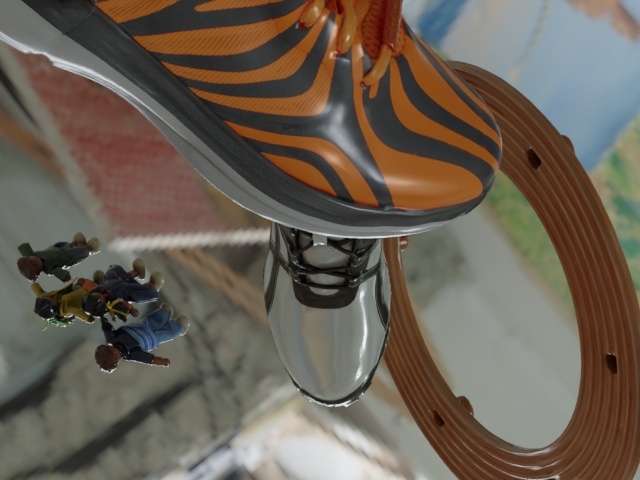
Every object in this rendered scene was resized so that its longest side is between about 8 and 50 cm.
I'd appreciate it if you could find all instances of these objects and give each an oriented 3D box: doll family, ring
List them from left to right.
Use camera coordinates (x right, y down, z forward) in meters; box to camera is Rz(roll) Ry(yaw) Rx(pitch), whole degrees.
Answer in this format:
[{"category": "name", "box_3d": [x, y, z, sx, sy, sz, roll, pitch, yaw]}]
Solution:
[{"category": "doll family", "box_3d": [-0.217, 0.062, 1.802, 0.111, 0.193, 0.076, -25, 130, -53]}, {"category": "ring", "box_3d": [0.121, 0.037, 1.290, 0.032, 0.336, 0.336, -17, 157, -26]}]

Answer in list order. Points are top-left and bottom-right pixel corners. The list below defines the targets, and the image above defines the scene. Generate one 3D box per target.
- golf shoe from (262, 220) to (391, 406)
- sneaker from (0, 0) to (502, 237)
[{"category": "golf shoe", "box_3d": [0.000, 0.000, 1.046, 0.077, 0.198, 0.094, 0, -174, 8]}, {"category": "sneaker", "box_3d": [-0.008, -0.116, 0.801, 0.321, 0.124, 0.180, 25, 137, -31]}]
